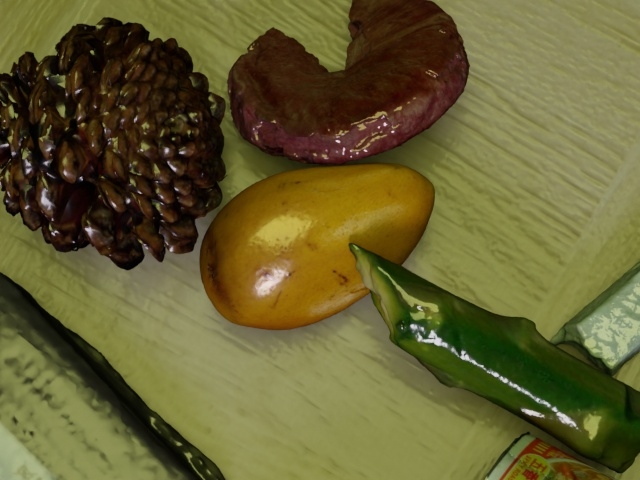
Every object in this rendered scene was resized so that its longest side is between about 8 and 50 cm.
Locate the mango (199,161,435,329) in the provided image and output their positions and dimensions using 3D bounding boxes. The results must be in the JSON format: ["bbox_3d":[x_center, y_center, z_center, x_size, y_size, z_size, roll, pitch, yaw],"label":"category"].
[{"bbox_3d":[0.000,0.000,1.574,0.219,0.145,0.112,-22,43,-4],"label":"mango"}]

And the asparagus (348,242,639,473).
[{"bbox_3d":[0.162,0.107,1.539,0.343,0.082,0.085,28,79,-12],"label":"asparagus"}]

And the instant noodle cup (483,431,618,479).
[{"bbox_3d":[0.225,0.270,1.504,0.212,0.193,0.193,33,80,17],"label":"instant noodle cup"}]

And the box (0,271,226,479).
[{"bbox_3d":[-0.301,0.238,1.552,0.350,0.091,0.359,44,84,9],"label":"box"}]

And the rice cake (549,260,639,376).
[{"bbox_3d":[0.301,0.043,1.598,0.206,0.069,0.063,-40,80,-9],"label":"rice cake"}]

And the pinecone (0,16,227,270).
[{"bbox_3d":[-0.193,-0.087,1.572,0.221,0.221,0.221,0,78,1],"label":"pinecone"}]

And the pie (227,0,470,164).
[{"bbox_3d":[0.026,-0.148,1.606,0.218,0.054,0.204,-30,41,-13],"label":"pie"}]
